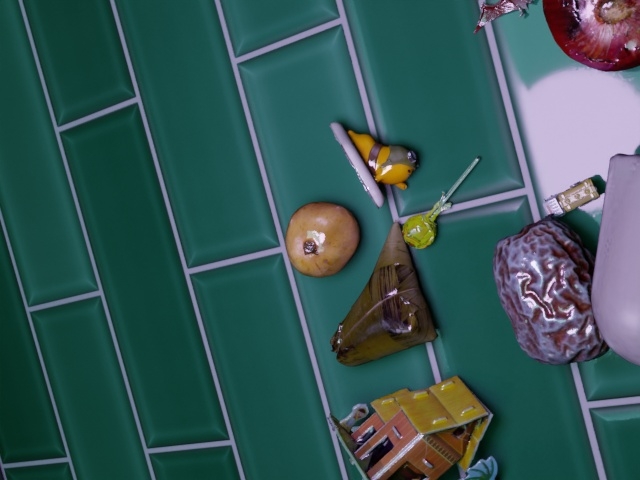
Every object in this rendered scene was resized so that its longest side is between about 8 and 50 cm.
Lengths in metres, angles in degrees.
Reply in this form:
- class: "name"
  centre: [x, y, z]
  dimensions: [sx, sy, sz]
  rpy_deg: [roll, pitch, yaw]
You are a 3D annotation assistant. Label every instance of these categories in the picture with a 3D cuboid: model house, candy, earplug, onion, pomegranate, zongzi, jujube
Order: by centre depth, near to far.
- class: "earplug"
  centre: [0.674, 0.050, 1.615]
  dimensions: [0.312, 0.312, 0.394]
  rpy_deg: [11, 96, 27]
- class: "onion"
  centre: [0.565, -0.464, 1.650]
  dimensions: [0.276, 0.276, 0.276]
  rpy_deg: [6, 102, 28]
- class: "jujube"
  centre: [0.492, 0.110, 1.818]
  dimensions: [0.226, 0.226, 0.317]
  rpy_deg: [-21, 88, 30]
- class: "candy"
  centre: [0.284, -0.089, 1.983]
  dimensions: [0.077, 0.073, 0.262]
  rpy_deg: [37, 109, -2]
- class: "model house"
  centre: [0.268, 0.486, 2.066]
  dimensions: [0.323, 0.340, 0.300]
  rpy_deg: [-44, 35, 4]
- class: "pomegranate"
  centre: [0.003, 0.000, 2.077]
  dimensions: [0.191, 0.191, 0.191]
  rpy_deg: [6, 102, 28]
- class: "zongzi"
  centre: [0.124, 0.135, 2.083]
  dimensions: [0.274, 0.145, 0.300]
  rpy_deg: [-26, 70, 35]

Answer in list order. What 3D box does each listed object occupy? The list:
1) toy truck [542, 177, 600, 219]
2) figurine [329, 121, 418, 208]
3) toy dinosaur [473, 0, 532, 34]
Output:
- class: "toy truck"
  centre: [0.538, -0.090, 1.834]
  dimensions: [0.123, 0.063, 0.052]
  rpy_deg: [-29, 86, 30]
- class: "figurine"
  centre: [0.134, -0.208, 2.008]
  dimensions: [0.141, 0.166, 0.250]
  rpy_deg: [-31, 70, 7]
- class: "toy dinosaur"
  centre: [0.402, -0.526, 1.844]
  dimensions: [0.108, 0.032, 0.220]
  rpy_deg: [43, 119, 12]
